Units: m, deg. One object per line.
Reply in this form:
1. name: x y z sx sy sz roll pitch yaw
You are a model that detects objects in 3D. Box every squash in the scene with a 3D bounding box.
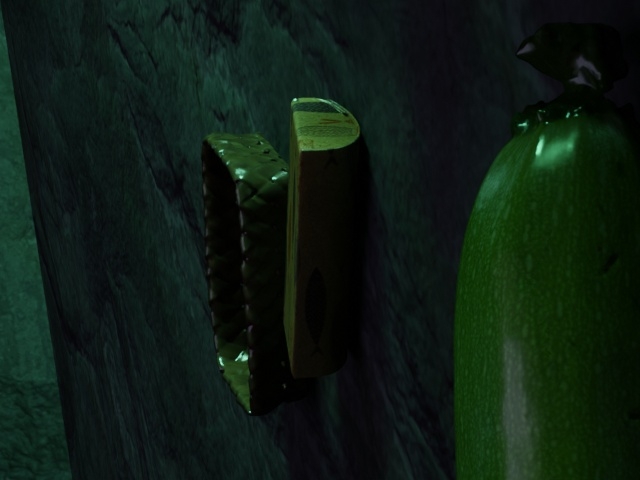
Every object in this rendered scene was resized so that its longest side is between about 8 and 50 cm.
1. squash: 0.100 0.102 0.626 0.101 0.101 0.379 148 121 -72

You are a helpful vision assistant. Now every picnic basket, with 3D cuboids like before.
1. picnic basket: -0.044 0.022 1.184 0.110 0.055 0.193 -130 36 -59

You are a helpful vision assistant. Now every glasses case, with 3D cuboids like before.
1. glasses case: 0.000 0.000 1.052 0.064 0.041 0.170 -102 12 -56
